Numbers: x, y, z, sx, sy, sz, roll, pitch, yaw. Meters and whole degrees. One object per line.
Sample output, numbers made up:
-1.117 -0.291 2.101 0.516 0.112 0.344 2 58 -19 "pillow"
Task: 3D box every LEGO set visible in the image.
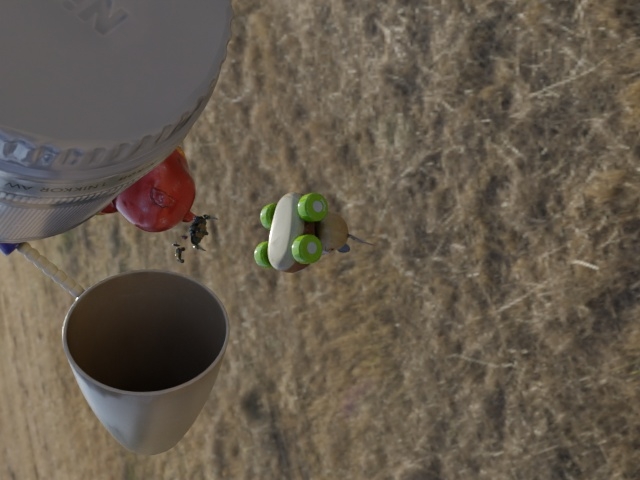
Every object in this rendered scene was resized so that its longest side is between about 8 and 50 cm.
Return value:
-0.164 -0.008 1.009 0.023 0.083 0.054 15 115 28 "LEGO set"

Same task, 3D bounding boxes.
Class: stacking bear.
-0.296 -0.108 1.075 0.289 0.164 0.175 26 167 18 "stacking bear"

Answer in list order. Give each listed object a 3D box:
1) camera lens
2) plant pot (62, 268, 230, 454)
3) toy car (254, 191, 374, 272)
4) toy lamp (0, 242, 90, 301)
-0.201 -0.122 0.541 0.274 0.219 0.219 -18 82 60 "camera lens"
-0.286 0.233 1.335 0.256 0.257 0.274 56 150 38 "plant pot"
0.000 0.000 1.483 0.155 0.188 0.148 -9 69 54 "toy car"
-0.615 0.053 1.762 0.274 0.080 0.080 47 161 -23 "toy lamp"
